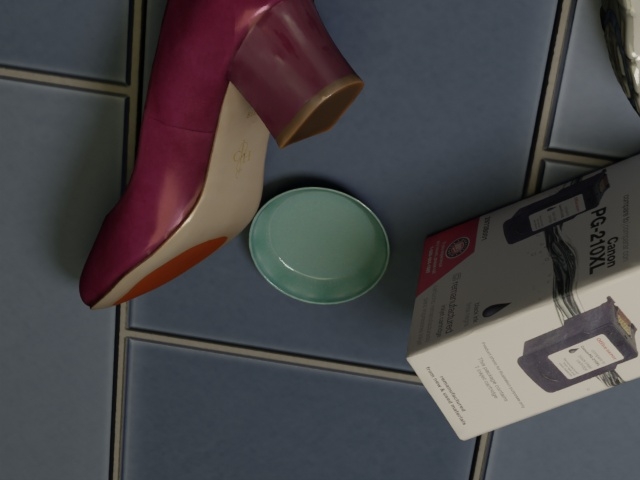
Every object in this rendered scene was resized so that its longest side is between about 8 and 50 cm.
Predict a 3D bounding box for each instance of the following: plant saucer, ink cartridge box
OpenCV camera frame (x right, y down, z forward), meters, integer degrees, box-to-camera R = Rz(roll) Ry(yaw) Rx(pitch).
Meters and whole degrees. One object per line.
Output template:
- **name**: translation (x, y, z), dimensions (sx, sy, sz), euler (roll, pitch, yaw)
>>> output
- **plant saucer**: translation (0.000, 0.000, 1.627), dimensions (0.119, 0.021, 0.119), euler (5, 125, 7)
- **ink cartridge box**: translation (0.200, 0.037, 1.528), dimensions (0.237, 0.172, 0.100), euler (-22, 118, 22)

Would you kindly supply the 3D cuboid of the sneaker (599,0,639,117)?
- **sneaker**: translation (0.256, -0.228, 1.398), dimensions (0.129, 0.111, 0.297), euler (-17, 125, 2)

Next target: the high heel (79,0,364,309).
- **high heel**: translation (-0.118, -0.095, 1.561), dimensions (0.377, 0.127, 0.181), euler (-42, 76, 37)
